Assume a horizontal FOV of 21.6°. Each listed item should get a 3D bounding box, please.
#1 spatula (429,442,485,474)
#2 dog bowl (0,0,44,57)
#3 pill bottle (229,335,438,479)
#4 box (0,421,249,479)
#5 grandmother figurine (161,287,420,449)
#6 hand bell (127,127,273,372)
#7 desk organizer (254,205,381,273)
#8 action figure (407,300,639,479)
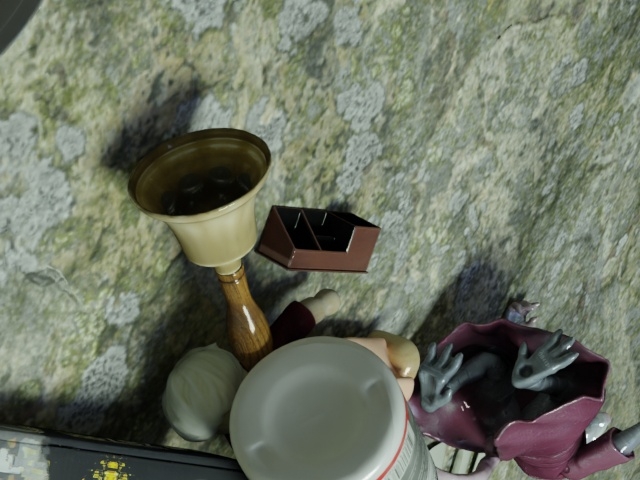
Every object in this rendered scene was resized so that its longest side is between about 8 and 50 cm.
[{"bbox_3d":[0.156,0.348,2.133,0.168,0.019,0.242,-17,128,-51],"label":"spatula"},{"bbox_3d":[-0.311,-0.239,1.051,0.349,0.102,0.348,-30,136,-34],"label":"dog bowl"},{"bbox_3d":[0.025,0.220,1.595,0.161,0.161,0.283,-49,151,-15],"label":"pill bottle"},{"bbox_3d":[-0.232,0.366,1.478,0.318,0.097,0.395,17,83,-44],"label":"box"},{"bbox_3d":[-0.029,0.145,1.686,0.342,0.104,0.207,-1,107,-53],"label":"grandmother figurine"},{"bbox_3d":[-0.080,0.034,1.490,0.126,0.126,0.242,-37,133,-28],"label":"hand bell"},{"bbox_3d":[0.000,0.000,1.657,0.130,0.047,0.050,3,110,-52],"label":"desk organizer"},{"bbox_3d":[0.261,0.224,1.955,0.275,0.248,0.370,-56,150,-10],"label":"action figure"}]
